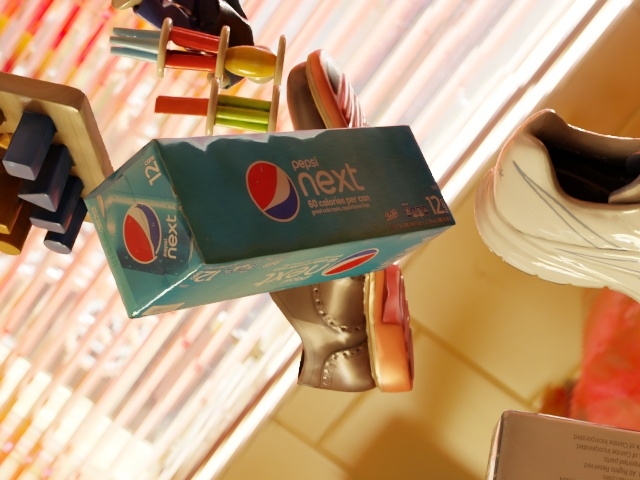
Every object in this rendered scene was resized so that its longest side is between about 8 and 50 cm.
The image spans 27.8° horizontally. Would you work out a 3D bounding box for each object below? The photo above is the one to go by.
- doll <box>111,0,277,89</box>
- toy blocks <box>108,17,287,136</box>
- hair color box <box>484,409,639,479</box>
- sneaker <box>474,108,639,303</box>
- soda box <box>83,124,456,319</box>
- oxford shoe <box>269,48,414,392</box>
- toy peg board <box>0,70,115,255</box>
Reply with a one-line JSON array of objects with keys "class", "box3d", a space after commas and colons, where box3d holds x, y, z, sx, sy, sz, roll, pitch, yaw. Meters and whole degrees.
[{"class": "doll", "box3d": [-0.103, -0.199, 1.178, 0.046, 0.189, 0.129, -20, 54, 36]}, {"class": "toy blocks", "box3d": [-0.106, -0.134, 1.070, 0.054, 0.148, 0.123, 100, 176, -45]}, {"class": "hair color box", "box3d": [0.156, 0.280, 0.699, 0.105, 0.174, 0.347, 76, -156, -75]}, {"class": "sneaker", "box3d": [0.251, 0.001, 0.891, 0.129, 0.297, 0.111, 90, -160, -64]}, {"class": "soda box", "box3d": [-0.021, -0.015, 0.711, 0.067, 0.071, 0.210, -34, -16, 38]}, {"class": "oxford shoe", "box3d": [0.000, 0.000, 0.894, 0.097, 0.098, 0.271, -83, -17, -60]}, {"class": "toy peg board", "box3d": [-0.223, -0.038, 0.830, 0.161, 0.160, 0.079, 85, -159, -64]}]
